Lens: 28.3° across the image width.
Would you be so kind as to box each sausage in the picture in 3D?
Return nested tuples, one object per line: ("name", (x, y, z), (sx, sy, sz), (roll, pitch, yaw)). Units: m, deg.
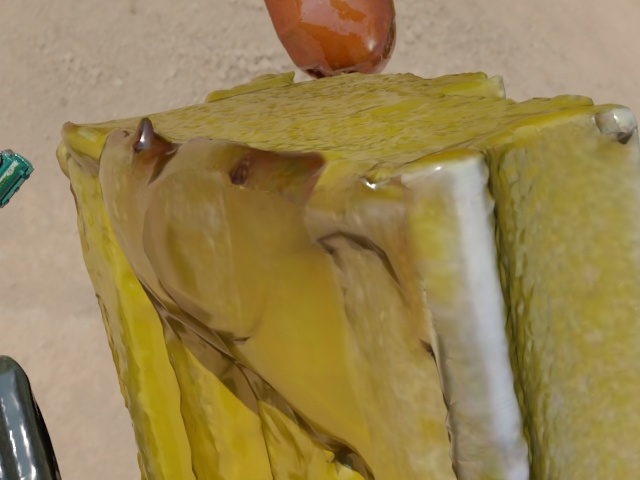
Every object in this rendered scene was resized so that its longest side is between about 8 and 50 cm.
("sausage", (-0.004, -0.276, 1.312), (0.133, 0.133, 0.258), (-8, 66, -45))

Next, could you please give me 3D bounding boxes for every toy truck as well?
("toy truck", (-0.309, -0.050, 1.192), (0.044, 0.083, 0.039), (41, 9, 0))

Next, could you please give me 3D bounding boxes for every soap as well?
("soap", (0.018, 0.085, 0.457), (0.143, 0.259, 0.281), (-15, 105, -27))

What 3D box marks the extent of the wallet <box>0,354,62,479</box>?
("wallet", (-0.120, 0.185, 0.579), (0.052, 0.169, 0.245), (-11, 68, -13))
